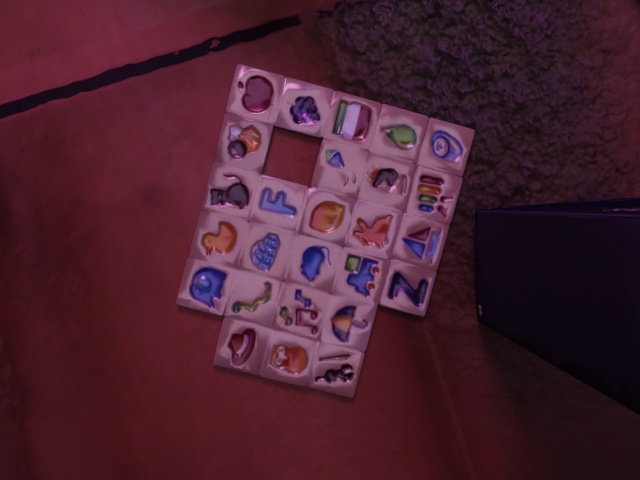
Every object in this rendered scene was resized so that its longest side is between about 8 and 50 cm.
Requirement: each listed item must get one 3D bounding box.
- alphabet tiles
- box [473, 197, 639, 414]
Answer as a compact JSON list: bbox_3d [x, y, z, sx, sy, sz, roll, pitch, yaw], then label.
[{"bbox_3d":[0.000,0.000,0.523,0.198,0.009,0.237,15,92,-5],"label":"alphabet tiles"},{"bbox_3d":[0.225,0.022,0.413,0.184,0.261,0.103,-6,94,-4],"label":"box"}]
